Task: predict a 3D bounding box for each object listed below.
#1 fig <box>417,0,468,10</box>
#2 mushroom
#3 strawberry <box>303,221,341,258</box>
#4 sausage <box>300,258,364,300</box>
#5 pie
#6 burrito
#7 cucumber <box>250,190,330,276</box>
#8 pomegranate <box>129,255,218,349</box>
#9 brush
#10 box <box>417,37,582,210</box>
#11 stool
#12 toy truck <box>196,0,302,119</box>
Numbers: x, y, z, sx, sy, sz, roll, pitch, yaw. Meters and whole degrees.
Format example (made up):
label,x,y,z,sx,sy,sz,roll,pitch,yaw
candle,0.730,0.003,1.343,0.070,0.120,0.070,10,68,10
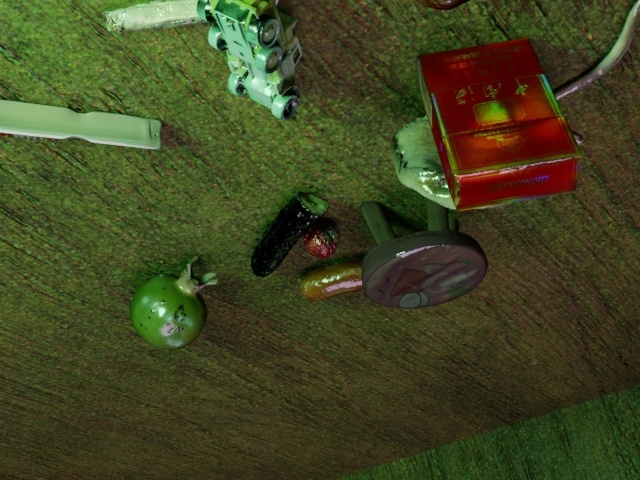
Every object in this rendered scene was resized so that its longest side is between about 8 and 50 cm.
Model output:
label,x,y,z,sx,sy,sz,roll,pitch,yaw
fig,0.153,-0.428,1.254,0.146,0.133,0.201,-37,130,23
mushroom,0.493,-0.321,1.580,0.068,0.043,0.306,-14,156,-43
strawberry,0.000,0.000,1.929,0.083,0.083,0.096,2,153,-17
sausage,0.103,0.088,2.084,0.302,0.076,0.103,-5,147,-6
pie,0.284,-0.159,1.560,0.338,0.337,0.075,-8,122,0
burrito,-0.241,-0.350,1.358,0.186,0.041,0.045,-7,106,-2
cucumber,-0.085,-0.004,1.900,0.081,0.072,0.303,10,144,-28
pomegranate,-0.325,0.140,1.997,0.181,0.181,0.224,27,111,-43
brush,-0.440,-0.196,1.534,0.321,0.060,0.050,4,158,-19
box,0.285,-0.200,1.452,0.197,0.313,0.089,-8,138,0
stool,0.212,0.016,1.902,0.272,0.178,0.272,-6,148,-4
toy truck,-0.083,-0.310,1.373,0.128,0.135,0.259,30,158,23
